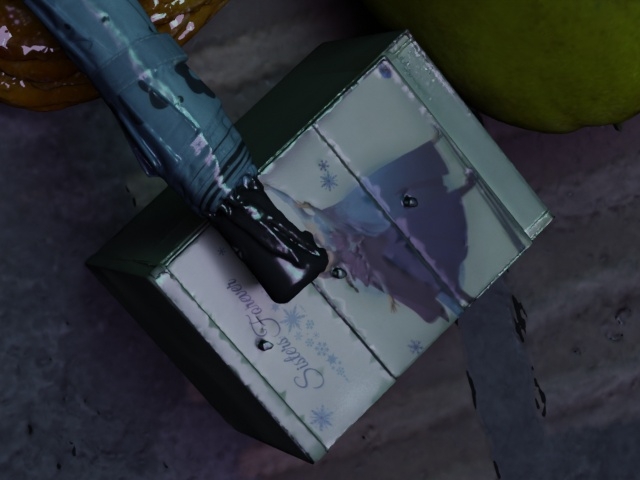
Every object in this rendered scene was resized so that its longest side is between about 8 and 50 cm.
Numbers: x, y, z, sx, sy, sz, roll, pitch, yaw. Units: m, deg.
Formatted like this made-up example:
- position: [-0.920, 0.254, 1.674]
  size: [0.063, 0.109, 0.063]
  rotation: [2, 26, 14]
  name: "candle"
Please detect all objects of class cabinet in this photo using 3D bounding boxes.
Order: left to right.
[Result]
- position: [0.000, 0.000, 1.150]
  size: [0.206, 0.150, 0.145]
  rotation: [-44, 106, -13]
  name: "cabinet"

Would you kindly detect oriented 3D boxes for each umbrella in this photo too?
- position: [-0.088, -0.071, 1.033]
  size: [0.250, 0.053, 0.052]
  rotation: [53, 31, -1]
  name: "umbrella"

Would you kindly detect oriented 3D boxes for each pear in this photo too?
- position: [0.130, -0.216, 1.127]
  size: [0.269, 0.269, 0.321]
  rotation: [-25, 103, -17]
  name: "pear"

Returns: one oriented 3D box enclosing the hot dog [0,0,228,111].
- position: [-0.118, -0.196, 1.114]
  size: [0.259, 0.114, 0.175]
  rotation: [-44, 106, -12]
  name: "hot dog"
